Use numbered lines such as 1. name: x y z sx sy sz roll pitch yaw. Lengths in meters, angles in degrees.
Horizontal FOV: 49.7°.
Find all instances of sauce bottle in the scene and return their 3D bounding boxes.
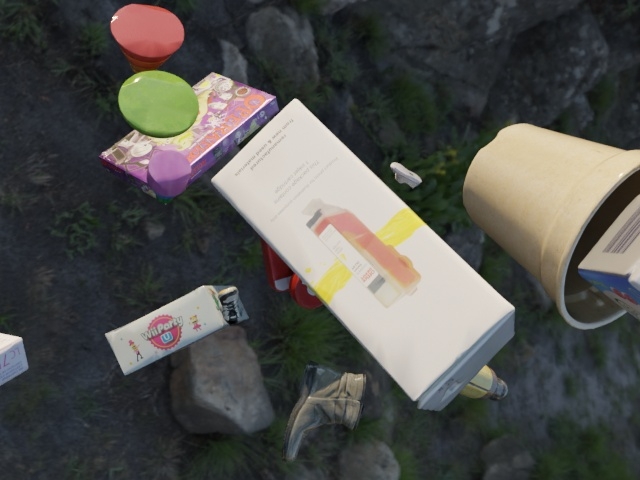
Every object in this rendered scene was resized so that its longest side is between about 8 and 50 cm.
1. sauce bottle: 0.442 0.404 2.007 0.344 0.111 0.111 33 57 -46

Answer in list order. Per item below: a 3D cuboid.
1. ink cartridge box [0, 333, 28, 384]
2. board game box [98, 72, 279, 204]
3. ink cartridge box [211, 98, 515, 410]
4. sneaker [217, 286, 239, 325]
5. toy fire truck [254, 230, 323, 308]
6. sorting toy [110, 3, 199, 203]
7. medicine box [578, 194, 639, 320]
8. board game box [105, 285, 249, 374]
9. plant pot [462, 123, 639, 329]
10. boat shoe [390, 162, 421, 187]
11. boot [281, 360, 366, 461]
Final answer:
1. ink cartridge box: -0.611 0.181 1.011 0.186 0.311 0.065 -35 128 -57
2. board game box: -0.280 -0.232 1.496 0.347 0.208 0.056 -45 149 -28
3. ink cartridge box: 0.073 0.030 0.935 0.384 0.160 0.279 47 3 20
4. sneaker: -0.130 0.098 1.014 0.032 0.083 0.037 -19 64 -13
5. toy fire truck: 0.000 0.000 1.626 0.302 0.169 0.254 -17 111 -20
6. sorting toy: -0.281 -0.218 1.165 0.127 0.126 0.365 -4 66 -22
7. medicine box: 0.497 0.074 0.836 0.289 0.149 0.263 39 5 7
8. board game box: -0.297 0.183 1.497 0.097 0.224 0.303 64 2 5
9. plant pot: 0.442 -0.061 1.261 0.334 0.305 0.334 -18 127 -25
10. boat shoe: 0.189 -0.146 1.587 0.100 0.035 0.035 22 34 -42
11. boot: 0.012 0.409 1.592 0.083 0.161 0.246 81 27 -82
